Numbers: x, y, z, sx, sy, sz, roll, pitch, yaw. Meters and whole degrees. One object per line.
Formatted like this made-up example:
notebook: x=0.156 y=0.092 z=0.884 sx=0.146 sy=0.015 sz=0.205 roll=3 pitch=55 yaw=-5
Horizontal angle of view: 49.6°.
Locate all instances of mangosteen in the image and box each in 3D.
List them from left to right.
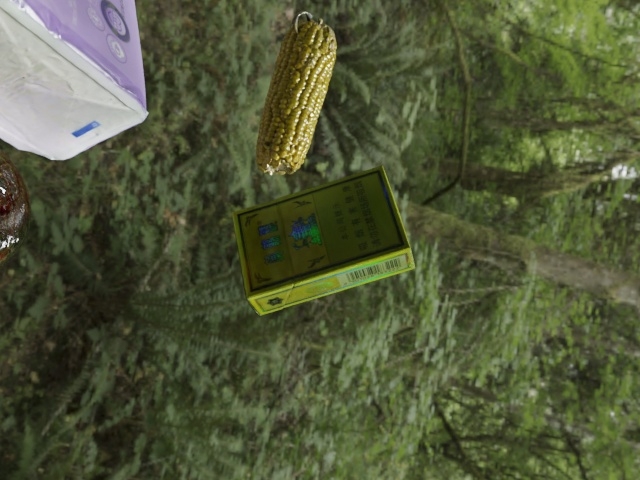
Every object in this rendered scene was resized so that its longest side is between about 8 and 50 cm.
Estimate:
mangosteen: x=-0.552 y=-0.040 z=0.970 sx=0.235 sy=0.261 sz=0.236 roll=48 pitch=31 yaw=-42

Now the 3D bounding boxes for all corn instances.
corn: x=-0.039 y=-0.240 z=1.149 sx=0.106 sy=0.106 sz=0.293 roll=73 pitch=27 yaw=-68

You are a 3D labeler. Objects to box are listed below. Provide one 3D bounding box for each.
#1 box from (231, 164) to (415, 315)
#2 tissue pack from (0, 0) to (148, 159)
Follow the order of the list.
box: x=0.000 y=0.000 z=0.920 sx=0.064 sy=0.219 sz=0.141 roll=69 pitch=5 yaw=-58
tissue pack: x=-0.326 y=-0.287 z=0.744 sx=0.242 sy=0.160 sz=0.338 roll=43 pitch=28 yaw=-56
